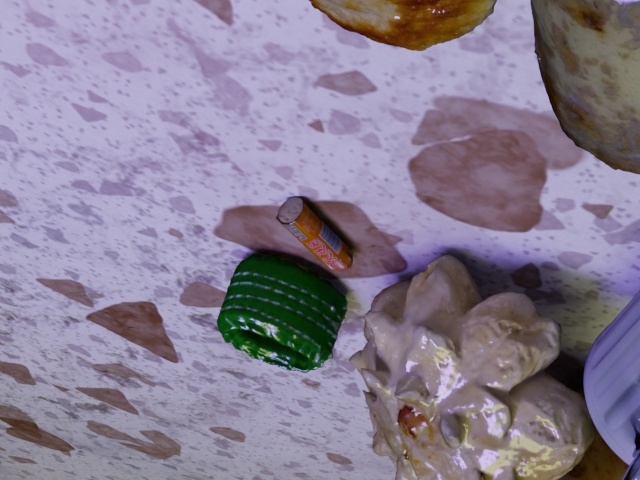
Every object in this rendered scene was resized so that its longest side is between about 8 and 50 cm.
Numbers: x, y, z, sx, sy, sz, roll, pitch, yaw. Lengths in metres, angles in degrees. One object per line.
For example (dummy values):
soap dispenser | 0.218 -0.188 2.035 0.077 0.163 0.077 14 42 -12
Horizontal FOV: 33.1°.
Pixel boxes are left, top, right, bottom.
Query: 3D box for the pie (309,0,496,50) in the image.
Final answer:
pie | 0.035 -0.193 0.614 0.179 0.084 0.205 31 153 -23

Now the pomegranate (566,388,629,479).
pomegranate | 0.282 0.265 1.147 0.215 0.215 0.215 14 152 8

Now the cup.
cup | 0.321 0.110 0.856 0.167 0.221 0.202 7 148 -2

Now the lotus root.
lotus root | 0.181 -0.135 0.555 0.173 0.173 0.309 9 157 16

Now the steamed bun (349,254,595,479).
steamed bun | 0.124 0.177 1.034 0.292 0.137 0.295 57 148 8

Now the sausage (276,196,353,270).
sausage | 0.000 0.000 1.038 0.031 0.031 0.107 -5 144 37

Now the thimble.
thimble | -0.040 0.079 1.142 0.130 0.090 0.118 20 155 -1
